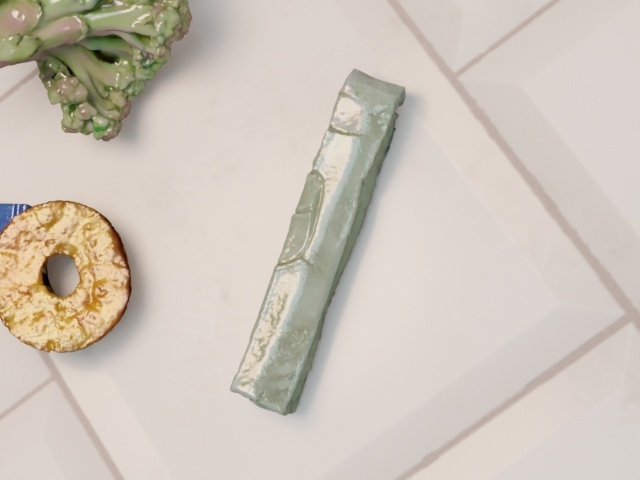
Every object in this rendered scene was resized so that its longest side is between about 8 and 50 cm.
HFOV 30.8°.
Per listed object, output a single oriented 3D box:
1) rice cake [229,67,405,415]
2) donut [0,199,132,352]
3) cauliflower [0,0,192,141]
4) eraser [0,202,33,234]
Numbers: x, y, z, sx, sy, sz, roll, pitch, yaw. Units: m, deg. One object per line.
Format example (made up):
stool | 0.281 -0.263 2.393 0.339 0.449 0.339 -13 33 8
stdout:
rice cake | 0.000 0.000 1.115 0.066 0.063 0.336 19 85 7
donut | -0.256 0.038 1.160 0.151 0.058 0.152 0 82 -1
cauliflower | -0.275 -0.221 1.112 0.256 0.239 0.315 41 49 17
eraser | -0.331 0.004 1.210 0.063 0.027 0.085 2 82 14
